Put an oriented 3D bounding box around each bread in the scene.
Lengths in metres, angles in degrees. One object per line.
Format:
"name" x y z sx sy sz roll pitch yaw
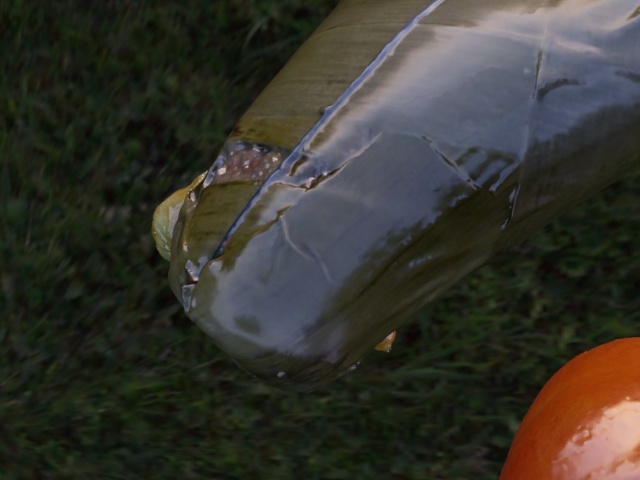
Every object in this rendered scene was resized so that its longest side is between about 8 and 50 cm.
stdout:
"bread" -0.073 -0.023 1.299 0.110 0.066 0.060 -29 72 8

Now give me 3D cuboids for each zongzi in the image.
"zongzi" 0.107 -0.042 1.137 0.356 0.393 0.174 -53 129 -21

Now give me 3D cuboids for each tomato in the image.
"tomato" 0.207 0.178 1.001 0.260 0.260 0.180 41 114 -5

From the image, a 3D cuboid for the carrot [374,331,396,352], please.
"carrot" 0.000 0.000 1.428 0.061 0.061 0.210 -29 81 -13
